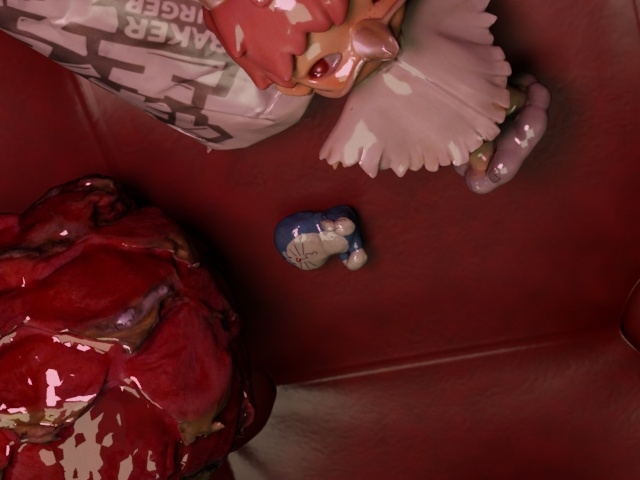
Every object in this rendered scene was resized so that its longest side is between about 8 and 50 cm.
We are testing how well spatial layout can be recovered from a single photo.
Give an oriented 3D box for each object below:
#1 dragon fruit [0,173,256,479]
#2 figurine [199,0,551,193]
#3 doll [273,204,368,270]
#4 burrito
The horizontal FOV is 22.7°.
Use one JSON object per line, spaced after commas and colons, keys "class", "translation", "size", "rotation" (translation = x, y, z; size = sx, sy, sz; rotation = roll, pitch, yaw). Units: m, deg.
{"class": "dragon fruit", "translation": [-0.215, 0.106, 1.428], "size": [0.329, 0.329, 0.329], "rotation": [3, 122, 6]}
{"class": "figurine", "translation": [0.019, -0.172, 1.263], "size": [0.387, 0.166, 0.207], "rotation": [31, 98, -31]}
{"class": "doll", "translation": [0.000, 0.000, 1.478], "size": [0.083, 0.050, 0.076], "rotation": [-13, 137, 13]}
{"class": "burrito", "translation": [-0.212, -0.207, 1.335], "size": [0.445, 0.101, 0.139], "rotation": [27, 144, -17]}
